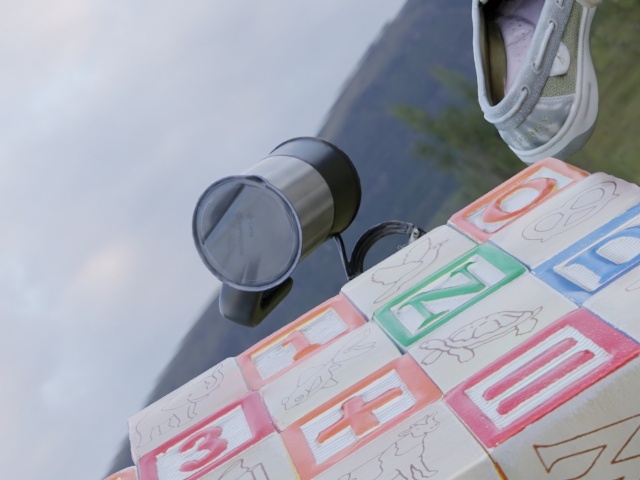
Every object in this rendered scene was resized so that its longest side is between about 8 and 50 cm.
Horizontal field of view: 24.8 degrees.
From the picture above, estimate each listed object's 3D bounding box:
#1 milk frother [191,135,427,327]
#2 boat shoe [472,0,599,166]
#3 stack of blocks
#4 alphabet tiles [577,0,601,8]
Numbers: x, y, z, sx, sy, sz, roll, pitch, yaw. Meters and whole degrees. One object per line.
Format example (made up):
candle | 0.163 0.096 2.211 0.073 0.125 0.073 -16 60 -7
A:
milk frother | 0.000 0.000 1.057 0.135 0.143 0.129 -40 -50 -64
boat shoe | 0.193 -0.216 1.396 0.118 0.103 0.320 -26 46 35
stack of blocks | -0.010 0.099 0.416 0.297 0.087 0.171 -32 15 -4
alphabet tiles | 0.148 -0.312 1.041 0.021 0.284 0.277 -25 49 39
